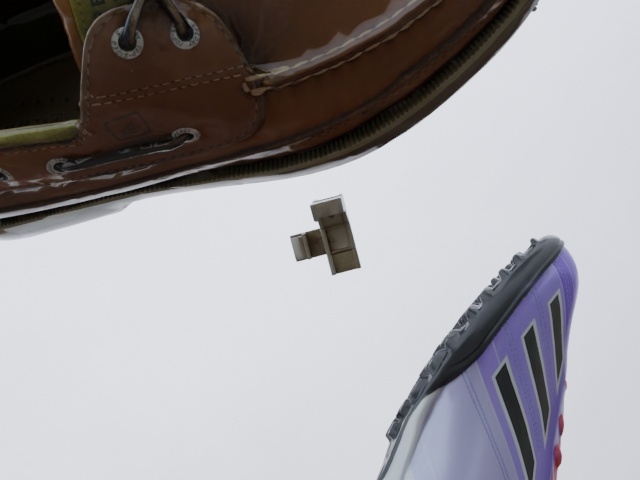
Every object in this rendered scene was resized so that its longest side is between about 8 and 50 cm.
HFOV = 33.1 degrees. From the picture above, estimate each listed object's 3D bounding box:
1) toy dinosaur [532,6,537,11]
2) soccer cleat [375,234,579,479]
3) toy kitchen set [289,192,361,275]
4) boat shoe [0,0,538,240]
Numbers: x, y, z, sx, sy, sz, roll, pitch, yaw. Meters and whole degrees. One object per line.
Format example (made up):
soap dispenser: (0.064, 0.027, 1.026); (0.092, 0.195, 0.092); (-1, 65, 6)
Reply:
toy dinosaur: (0.239, -0.394, 1.510); (0.053, 0.183, 0.093); (-14, -37, -42)
soccer cleat: (0.085, 0.139, 0.593); (0.318, 0.116, 0.108); (-57, -7, -27)
toy kitchen set: (0.000, 0.000, 1.143); (0.068, 0.083, 0.075); (-15, 5, 4)
boat shoe: (-0.061, -0.074, 0.406); (0.307, 0.111, 0.104); (-24, -20, 21)
